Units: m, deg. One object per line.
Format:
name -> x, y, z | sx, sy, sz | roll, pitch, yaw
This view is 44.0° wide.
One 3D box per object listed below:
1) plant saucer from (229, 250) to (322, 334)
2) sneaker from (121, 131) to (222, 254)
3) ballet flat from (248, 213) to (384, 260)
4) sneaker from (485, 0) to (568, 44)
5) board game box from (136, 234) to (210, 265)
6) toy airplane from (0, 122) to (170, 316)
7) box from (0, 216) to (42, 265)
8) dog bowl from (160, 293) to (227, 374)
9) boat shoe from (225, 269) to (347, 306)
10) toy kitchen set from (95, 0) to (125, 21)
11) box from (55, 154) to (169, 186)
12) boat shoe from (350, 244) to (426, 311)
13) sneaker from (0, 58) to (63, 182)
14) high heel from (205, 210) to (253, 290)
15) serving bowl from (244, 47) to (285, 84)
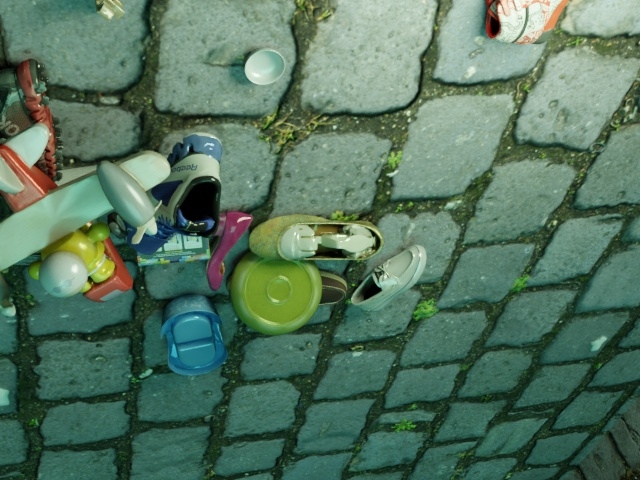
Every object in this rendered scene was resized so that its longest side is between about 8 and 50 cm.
plant saucer -> -0.108, 0.125, 2.012 | 0.240, 0.037, 0.241 | -1, 94, -13
sneaker -> -0.304, -0.060, 1.637 | 0.127, 0.182, 0.315 | 21, 126, -35
ballet flat -> 0.000, 0.000, 1.962 | 0.348, 0.123, 0.123 | 0, 137, -22
sneaker -> 0.423, -0.507, 1.575 | 0.144, 0.090, 0.270 | -5, 141, -19
board game box -> -0.345, -0.019, 1.832 | 0.170, 0.048, 0.141 | -5, 118, -7
toy airplane -> -0.500, -0.019, 1.484 | 0.384, 0.272, 0.386 | 6, 130, -29
box -> -0.598, 0.004, 1.753 | 0.206, 0.114, 0.036 | 3, 136, -22
dog bowl -> -0.347, 0.256, 2.163 | 0.165, 0.074, 0.297 | -11, 139, -9
boat shoe -> -0.079, 0.155, 2.108 | 0.341, 0.123, 0.123 | 6, 134, -26
toy kitchen set -> -0.360, -0.433, 1.384 | 0.075, 0.068, 0.083 | -34, 138, 17
box -> -0.472, -0.120, 1.698 | 0.323, 0.067, 0.063 | -10, 139, -11
boat shoe -> 0.182, 0.102, 2.176 | 0.088, 0.096, 0.267 | 11, 140, -36
sneaker -> -0.573, -0.219, 1.524 | 0.135, 0.098, 0.276 | -10, 137, -11
high heel -> -0.225, 0.030, 1.948 | 0.117, 0.082, 0.244 | 0, 124, -5
serving bowl -> -0.114, -0.355, 1.594 | 0.083, 0.027, 0.083 | -10, 139, -9
